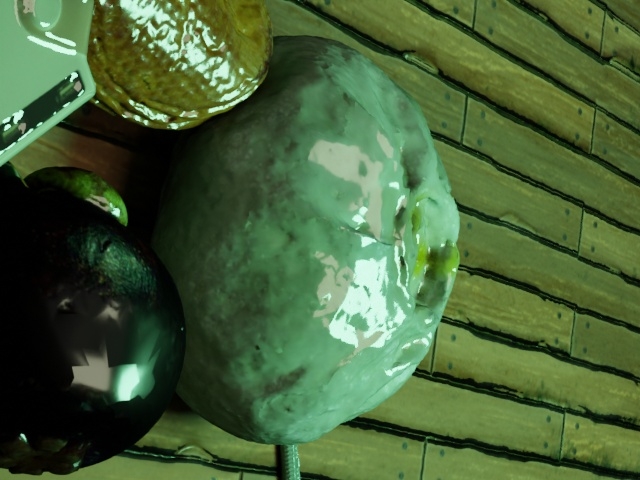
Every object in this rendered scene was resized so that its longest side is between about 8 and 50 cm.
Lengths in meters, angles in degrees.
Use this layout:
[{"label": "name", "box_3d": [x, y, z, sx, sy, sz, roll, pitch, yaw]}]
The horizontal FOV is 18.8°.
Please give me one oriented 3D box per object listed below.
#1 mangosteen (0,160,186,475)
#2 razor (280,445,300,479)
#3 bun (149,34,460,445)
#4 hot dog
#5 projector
[{"label": "mangosteen", "box_3d": [-0.202, 0.052, 1.370, 0.243, 0.243, 0.243, -6, 98, -57]}, {"label": "razor", "box_3d": [-0.024, 0.235, 1.820, 0.084, 0.036, 0.211, -46, 127, -77]}, {"label": "bun", "box_3d": [0.000, 0.000, 1.670, 0.362, 0.211, 0.362, -1, 91, -60]}, {"label": "hot dog", "box_3d": [-0.141, -0.199, 1.489, 0.272, 0.122, 0.196, 43, 41, -56]}, {"label": "projector", "box_3d": [-0.273, -0.133, 1.281, 0.242, 0.163, 0.177, -42, 127, -43]}]
